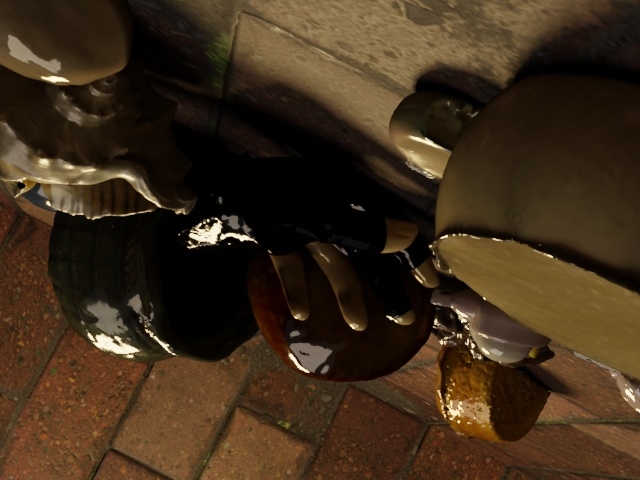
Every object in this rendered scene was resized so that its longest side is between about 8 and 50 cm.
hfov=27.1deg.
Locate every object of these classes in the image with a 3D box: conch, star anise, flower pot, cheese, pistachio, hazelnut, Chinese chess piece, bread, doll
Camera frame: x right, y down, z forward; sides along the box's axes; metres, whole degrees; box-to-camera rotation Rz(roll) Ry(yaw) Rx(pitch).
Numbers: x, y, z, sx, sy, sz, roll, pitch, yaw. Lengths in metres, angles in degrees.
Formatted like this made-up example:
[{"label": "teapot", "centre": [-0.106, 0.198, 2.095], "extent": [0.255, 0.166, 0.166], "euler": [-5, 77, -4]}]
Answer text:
[{"label": "conch", "centre": [-0.248, -0.118, 1.416], "extent": [0.263, 0.186, 0.324], "euler": [36, 167, -15]}, {"label": "star anise", "centre": [0.196, 0.106, 1.730], "extent": [0.212, 0.073, 0.197], "euler": [34, 165, -24]}, {"label": "flower pot", "centre": [-0.194, 0.006, 1.700], "extent": [0.213, 0.301, 0.302], "euler": [7, 160, 34]}, {"label": "cheese", "centre": [0.106, -0.077, 1.122], "extent": [0.092, 0.047, 0.171], "euler": [27, 170, 17]}, {"label": "pistachio", "centre": [-0.261, -0.219, 1.160], "extent": [0.223, 0.126, 0.152], "euler": [32, 136, -3]}, {"label": "hazelnut", "centre": [0.018, 0.079, 1.629], "extent": [0.234, 0.218, 0.218], "euler": [35, 168, -13]}, {"label": "Chinese chess piece", "centre": [0.245, 0.013, 0.965], "extent": [0.338, 0.140, 0.338], "euler": [26, 172, 4]}, {"label": "bread", "centre": [0.264, 0.247, 2.114], "extent": [0.143, 0.139, 0.229], "euler": [8, 161, 39]}, {"label": "doll", "centre": [0.295, 0.122, 1.467], "extent": [0.365, 0.094, 0.160], "euler": [20, -168, 12]}]

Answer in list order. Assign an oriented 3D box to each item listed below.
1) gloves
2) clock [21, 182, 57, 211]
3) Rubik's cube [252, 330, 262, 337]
[{"label": "gloves", "centre": [-0.002, -0.008, 1.443], "extent": [0.301, 0.152, 0.197], "euler": [34, 156, -14]}, {"label": "clock", "centre": [-0.327, -0.096, 1.888], "extent": [0.199, 0.146, 0.243], "euler": [23, 177, 45]}, {"label": "Rubik's cube", "centre": [-0.083, 0.033, 1.924], "extent": [0.190, 0.211, 0.178], "euler": [-2, 132, 10]}]
